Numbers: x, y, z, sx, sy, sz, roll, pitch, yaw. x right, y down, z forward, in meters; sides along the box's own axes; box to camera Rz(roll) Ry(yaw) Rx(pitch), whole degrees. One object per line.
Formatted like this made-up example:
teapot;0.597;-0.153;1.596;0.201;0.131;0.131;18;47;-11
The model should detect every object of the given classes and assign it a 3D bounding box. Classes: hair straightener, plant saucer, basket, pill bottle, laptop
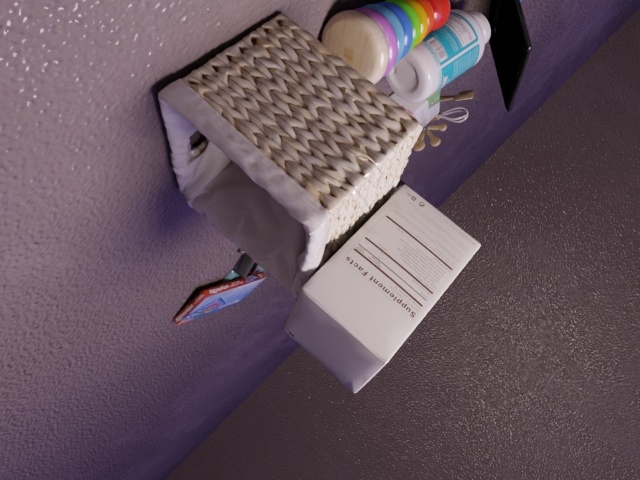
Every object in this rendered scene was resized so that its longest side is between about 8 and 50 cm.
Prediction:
hair straightener;-0.178;0.021;1.668;0.089;0.047;0.230;-27;157;-51
plant saucer;-0.232;0.108;1.831;0.067;0.018;0.192;-48;166;17
basket;-0.056;-0.133;1.035;0.266;0.331;0.328;-45;167;-21
pill bottle;0.279;-0.440;1.421;0.264;0.146;0.146;-37;164;-26
laptop;0.574;-0.615;1.586;0.237;0.407;0.382;-12;168;9

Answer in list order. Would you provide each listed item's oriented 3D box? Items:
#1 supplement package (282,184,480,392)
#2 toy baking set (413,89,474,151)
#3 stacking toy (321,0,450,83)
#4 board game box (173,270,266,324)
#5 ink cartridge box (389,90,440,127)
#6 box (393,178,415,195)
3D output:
supplement package;0.103;0.082;1.053;0.293;0.175;0.177;-44;170;-30
toy baking set;0.317;-0.345;1.756;0.256;0.197;0.030;-47;133;-4
stacking toy;0.150;-0.415;1.197;0.330;0.141;0.141;-39;165;-39
board game box;-0.284;0.163;1.769;0.145;0.027;0.281;-43;166;28
ink cartridge box;0.220;-0.334;1.669;0.212;0.093;0.154;-46;165;-1
box;0.205;-0.094;2.121;0.261;0.184;0.103;-42;168;-7
